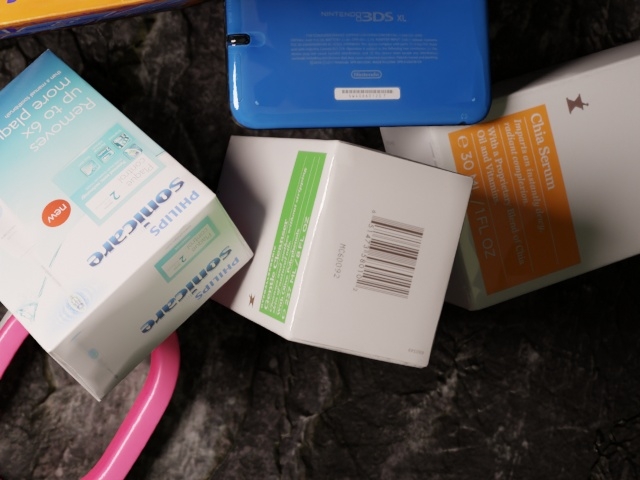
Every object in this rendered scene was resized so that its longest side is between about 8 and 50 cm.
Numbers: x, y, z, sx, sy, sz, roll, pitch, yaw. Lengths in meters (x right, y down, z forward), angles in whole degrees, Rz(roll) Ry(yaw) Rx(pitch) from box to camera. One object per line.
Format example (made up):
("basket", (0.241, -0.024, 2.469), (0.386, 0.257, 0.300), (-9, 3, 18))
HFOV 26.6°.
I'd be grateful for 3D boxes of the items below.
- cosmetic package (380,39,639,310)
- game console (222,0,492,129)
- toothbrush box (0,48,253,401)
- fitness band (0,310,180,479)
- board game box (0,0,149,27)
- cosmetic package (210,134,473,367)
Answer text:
("cosmetic package", (0.323, -0.097, 1.611), (0.453, 0.161, 0.230), (-19, 101, -16))
("game console", (0.020, -0.244, 1.480), (0.293, 0.173, 0.250), (-3, 91, -17))
("toothbrush box", (-0.249, -0.020, 1.361), (0.216, 0.295, 0.126), (-43, 148, -9))
("fitness band", (-0.280, 0.172, 1.500), (0.209, 0.054, 0.291), (32, 87, -19))
("board game box", (-0.294, -0.379, 1.277), (0.356, 0.356, 0.356), (-13, 99, -16))
("cosmetic package", (0.000, 0.000, 1.408), (0.155, 0.365, 0.197), (13, 89, -21))
